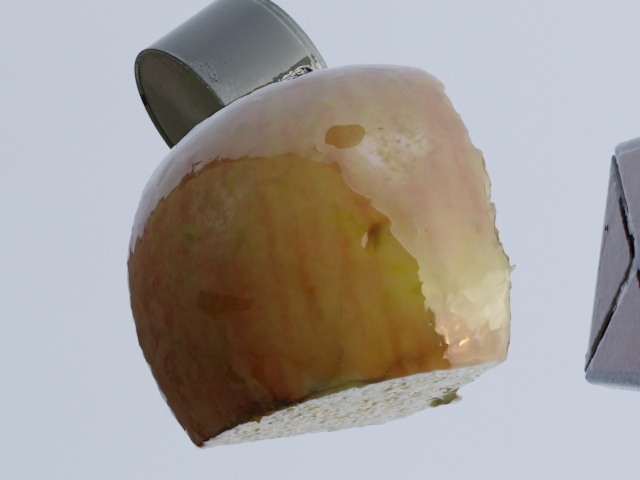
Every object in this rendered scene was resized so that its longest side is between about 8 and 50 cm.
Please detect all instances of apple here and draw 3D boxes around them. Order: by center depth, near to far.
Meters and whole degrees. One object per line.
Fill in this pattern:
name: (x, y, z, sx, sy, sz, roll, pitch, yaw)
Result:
apple: (0.000, 0.000, 1.177, 0.314, 0.252, 0.309, -19, -107, 15)

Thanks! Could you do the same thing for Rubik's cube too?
Rubik's cube: (0.414, 0.036, 1.318, 0.259, 0.260, 0.255, 155, -57, -84)

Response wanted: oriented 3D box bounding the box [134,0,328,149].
box: (-0.104, -0.182, 1.766, 0.226, 0.149, 0.226, 41, -25, 23)
